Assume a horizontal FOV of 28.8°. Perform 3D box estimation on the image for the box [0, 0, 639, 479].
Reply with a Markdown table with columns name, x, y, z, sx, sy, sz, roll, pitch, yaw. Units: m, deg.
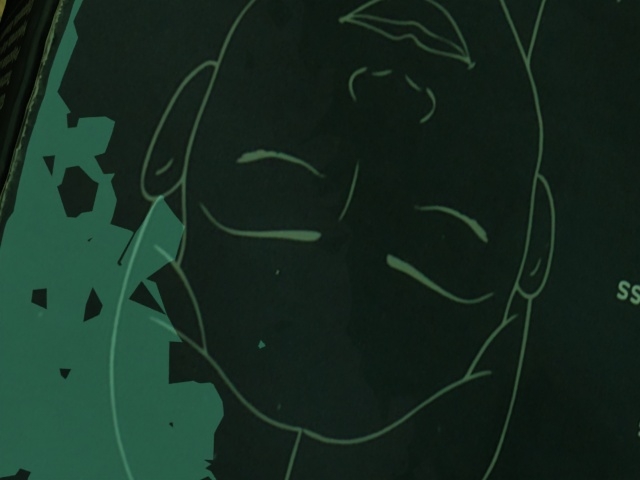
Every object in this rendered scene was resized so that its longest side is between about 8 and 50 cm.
| name | x | y | z | sx | sy | sz | roll | pitch | yaw |
| --- | --- | --- | --- | --- | --- | --- | --- | --- | --- |
| box | 0.043 | 0.031 | 0.675 | 0.479 | 0.297 | 0.472 | 18 | 83 | -20 |
